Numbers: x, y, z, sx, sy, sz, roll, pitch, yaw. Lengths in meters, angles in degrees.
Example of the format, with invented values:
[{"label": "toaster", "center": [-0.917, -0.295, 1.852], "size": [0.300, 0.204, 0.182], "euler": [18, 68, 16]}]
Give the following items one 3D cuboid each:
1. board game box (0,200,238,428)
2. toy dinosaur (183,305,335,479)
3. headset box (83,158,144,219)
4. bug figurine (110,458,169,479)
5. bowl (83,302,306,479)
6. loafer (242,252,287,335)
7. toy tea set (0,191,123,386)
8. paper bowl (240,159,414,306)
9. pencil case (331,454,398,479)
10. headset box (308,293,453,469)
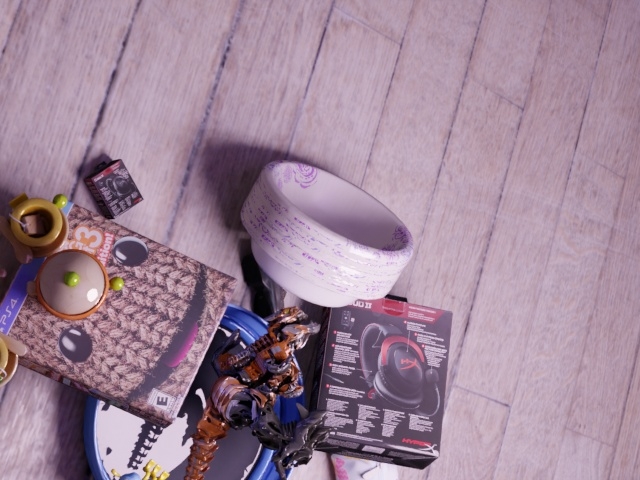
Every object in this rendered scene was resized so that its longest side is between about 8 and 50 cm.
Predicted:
[{"label": "board game box", "center": [-0.303, 0.109, 1.714], "size": [0.291, 0.141, 0.232], "euler": [24, 74, -6]}, {"label": "toy dinosaur", "center": [-0.099, 0.262, 1.842], "size": [0.322, 0.218, 0.164], "euler": [-57, 165, 8]}, {"label": "headset box", "center": [-0.325, -0.083, 1.835], "size": [0.062, 0.032, 0.083], "euler": [-39, 110, -30]}, {"label": "bug figurine", "center": [-0.304, 0.470, 1.754], "size": [0.279, 0.072, 0.216], "euler": [-45, 119, 1]}, {"label": "bowl", "center": [-0.203, 0.290, 1.895], "size": [0.391, 0.077, 0.391], "euler": [1, 89, -36]}, {"label": "loafer", "center": [-0.080, 0.098, 1.996], "size": [0.061, 0.062, 0.170], "euler": [-19, 102, -40]}, {"label": "toy tea set", "center": [-0.435, 0.080, 1.553], "size": [0.336, 0.124, 0.200], "euler": [-40, 87, -16]}, {"label": "paper bowl", "center": [0.000, 0.000, 1.937], "size": [0.284, 0.284, 0.148], "euler": [15, 117, -35]}, {"label": "pencil case", "center": [0.097, 0.478, 2.082], "size": [0.113, 0.124, 0.273], "euler": [-13, 98, -36]}, {"label": "headset box", "center": [0.102, 0.223, 2.012], "size": [0.218, 0.110, 0.293], "euler": [11, 66, -7]}]
